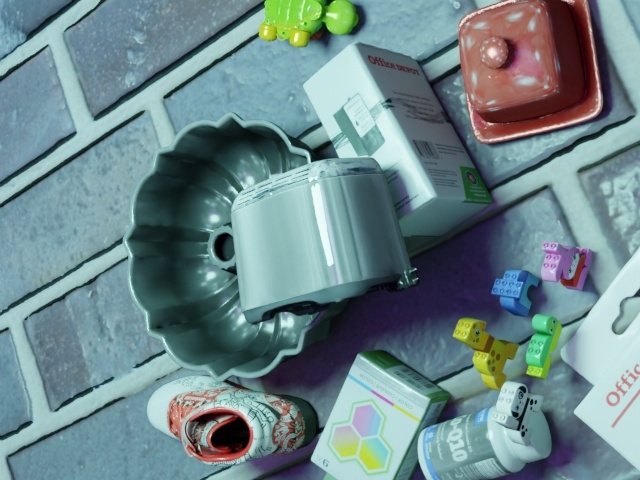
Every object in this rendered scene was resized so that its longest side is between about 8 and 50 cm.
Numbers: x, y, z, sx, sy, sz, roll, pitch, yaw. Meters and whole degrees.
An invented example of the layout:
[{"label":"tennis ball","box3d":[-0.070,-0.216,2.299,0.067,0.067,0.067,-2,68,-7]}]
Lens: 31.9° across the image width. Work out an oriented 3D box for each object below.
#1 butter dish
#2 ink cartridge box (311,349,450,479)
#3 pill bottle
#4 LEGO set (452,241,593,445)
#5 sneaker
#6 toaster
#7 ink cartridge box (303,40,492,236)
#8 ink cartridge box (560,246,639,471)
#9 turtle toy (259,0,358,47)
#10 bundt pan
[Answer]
[{"label":"butter dish","box3d":[0.212,-0.200,1.234,0.160,0.118,0.160,-11,83,32]},{"label":"ink cartridge box","box3d":[0.061,0.250,1.356,0.109,0.062,0.209,31,106,28]},{"label":"pill bottle","box3d":[0.186,0.231,1.268,0.137,0.078,0.078,-24,77,29]},{"label":"LEGO set","box3d":[0.203,0.094,1.213,0.087,0.093,0.227,7,71,47]},{"label":"sneaker","box3d":[-0.153,0.229,1.443,0.270,0.145,0.090,3,91,33]},{"label":"toaster","box3d":[0.000,0.000,1.196,0.227,0.129,0.146,-18,82,47]},{"label":"ink cartridge box","box3d":[0.089,-0.113,1.291,0.087,0.153,0.208,-35,71,29]},{"label":"ink cartridge box","box3d":[0.403,0.159,1.107,0.353,0.119,0.207,41,111,26]},{"label":"turtle toy","box3d":[-0.015,-0.288,1.409,0.130,0.066,0.095,18,101,31]},{"label":"bundt pan","box3d":[-0.087,0.008,1.417,0.331,0.124,0.331,0,90,32]}]
